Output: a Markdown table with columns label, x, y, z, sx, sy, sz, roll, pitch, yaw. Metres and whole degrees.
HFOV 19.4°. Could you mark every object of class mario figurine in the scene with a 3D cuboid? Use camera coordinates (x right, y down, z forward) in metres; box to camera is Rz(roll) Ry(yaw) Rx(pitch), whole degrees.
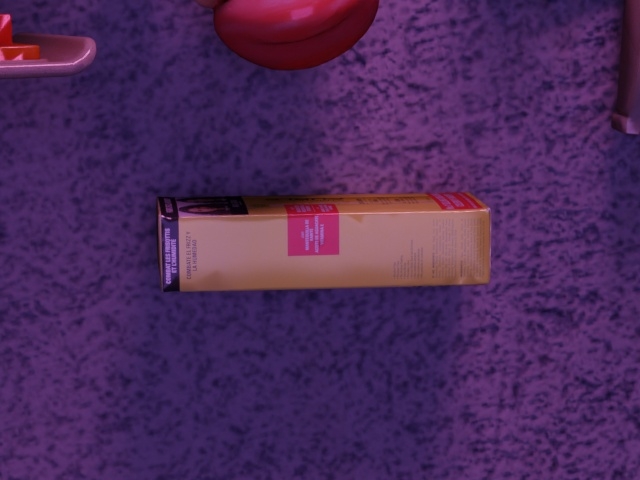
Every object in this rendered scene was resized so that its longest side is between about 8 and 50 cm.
| label | x | y | z | sx | sy | sz | roll | pitch | yaw |
| --- | --- | --- | --- | --- | --- | --- | --- | --- | --- |
| mario figurine | -0.050 | -0.264 | 1.246 | 0.170 | 0.198 | 0.320 | -39 | 124 | -32 |

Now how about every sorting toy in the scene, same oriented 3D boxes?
| label | x | y | z | sx | sy | sz | roll | pitch | yaw |
| --- | --- | --- | --- | --- | --- | --- | --- | --- | --- |
| sorting toy | -0.256 | -0.119 | 1.159 | 0.196 | 0.348 | 0.047 | -10 | 101 | -24 |

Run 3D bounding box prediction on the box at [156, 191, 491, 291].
| label | x | y | z | sx | sy | sz | roll | pitch | yaw |
| --- | --- | --- | --- | --- | --- | --- | --- | --- | --- |
| box | 0.000 | 0.000 | 1.330 | 0.232 | 0.087 | 0.058 | 0 | 100 | -5 |

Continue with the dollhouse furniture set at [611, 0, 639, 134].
| label | x | y | z | sx | sy | sz | roll | pitch | yaw |
| --- | --- | --- | --- | --- | --- | --- | --- | --- | --- |
| dollhouse furniture set | 0.268 | -0.163 | 1.270 | 0.303 | 0.174 | 0.355 | 0 | 100 | -6 |
